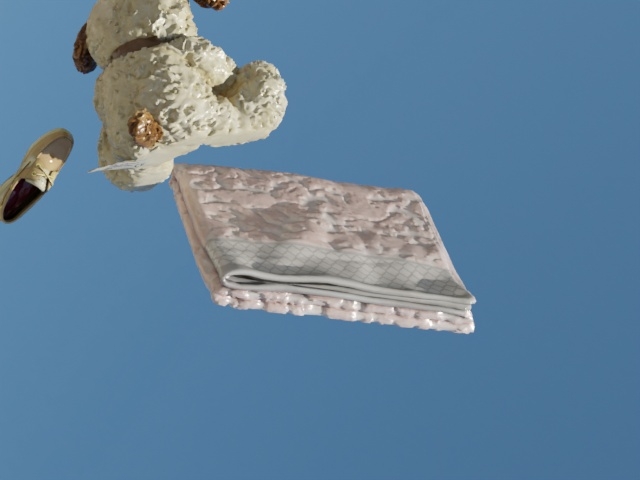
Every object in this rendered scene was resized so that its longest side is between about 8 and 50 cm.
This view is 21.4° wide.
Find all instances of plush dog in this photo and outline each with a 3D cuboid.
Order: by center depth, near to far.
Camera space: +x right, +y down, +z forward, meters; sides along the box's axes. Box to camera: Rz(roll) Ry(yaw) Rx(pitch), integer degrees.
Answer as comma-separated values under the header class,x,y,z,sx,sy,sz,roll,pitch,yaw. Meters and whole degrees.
class,x,y,z,sx,sy,sz,roll,pitch,yaw
plush dog,-0.202,-0.205,2.005,0.262,0.210,0.225,-23,-105,20

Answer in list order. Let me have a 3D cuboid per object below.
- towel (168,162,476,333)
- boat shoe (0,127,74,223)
class,x,y,z,sx,sy,sz,roll,pitch,yaw
towel,0.000,0.000,2.058,0.317,0.332,0.053,-116,-143,-59
boat shoe,-0.338,-0.073,2.020,0.135,0.050,0.045,-50,-143,8
